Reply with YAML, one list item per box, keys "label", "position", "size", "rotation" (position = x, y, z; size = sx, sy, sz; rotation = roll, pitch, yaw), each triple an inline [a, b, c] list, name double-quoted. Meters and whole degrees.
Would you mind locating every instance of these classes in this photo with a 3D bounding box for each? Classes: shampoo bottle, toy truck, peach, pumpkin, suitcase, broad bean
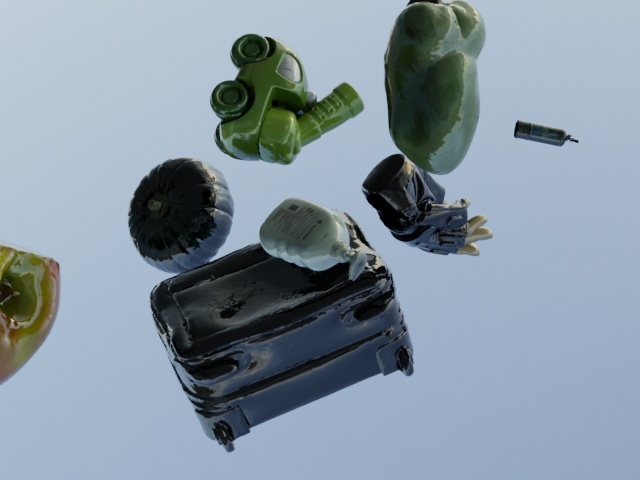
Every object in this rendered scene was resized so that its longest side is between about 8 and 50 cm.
- label: "shampoo bottle"
  position: [0.000, 0.000, 1.530]
  size: [0.077, 0.045, 0.152]
  rotation: [-49, -143, -15]
- label: "toy truck"
  position: [-0.065, -0.194, 2.102]
  size: [0.210, 0.148, 0.187]
  rotation: [32, -113, 15]
- label: "peach"
  position: [-0.579, 0.116, 2.129]
  size: [0.380, 0.242, 0.306]
  rotation: [10, -104, 33]
- label: "pumpkin"
  position: [-0.238, -0.044, 2.369]
  size: [0.202, 0.140, 0.202]
  rotation: [-13, -115, 30]
- label: "suitcase"
  position: [-0.063, 0.113, 2.082]
  size: [0.345, 0.188, 0.339]
  rotation: [-24, -152, -6]
- label: "broad bean"
  position: [0.132, -0.191, 1.695]
  size: [0.169, 0.100, 0.228]
  rotation: [-165, -109, -63]

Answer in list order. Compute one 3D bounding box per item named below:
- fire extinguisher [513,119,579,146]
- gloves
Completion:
- label: "fire extinguisher"
  position: [0.298, -0.140, 1.858]
  size: [0.038, 0.083, 0.025]
  rotation: [-92, -167, -78]
- label: "gloves"
  position: [0.158, -0.037, 2.009]
  size: [0.124, 0.203, 0.164]
  rotation: [-36, -159, 14]
